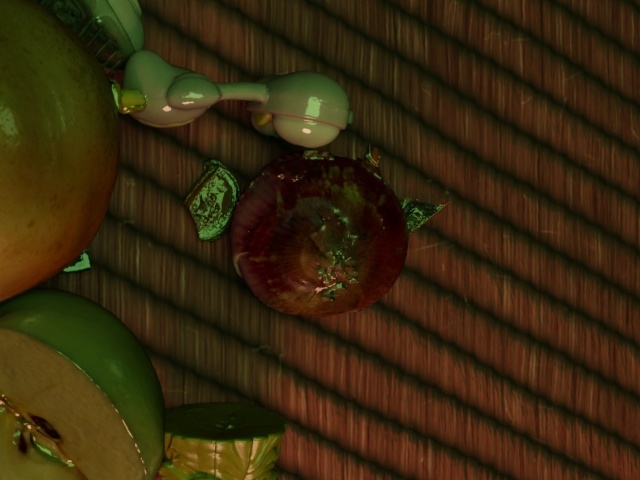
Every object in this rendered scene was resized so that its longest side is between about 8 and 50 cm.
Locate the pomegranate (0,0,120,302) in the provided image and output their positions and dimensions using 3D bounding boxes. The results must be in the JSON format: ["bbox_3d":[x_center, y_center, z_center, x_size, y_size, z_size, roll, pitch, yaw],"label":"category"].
[{"bbox_3d":[-0.421,-0.111,1.312,0.417,0.417,0.416,1,88,-18],"label":"pomegranate"}]

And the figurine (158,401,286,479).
[{"bbox_3d":[-0.129,0.371,1.530,0.168,0.187,0.315,1,96,-23],"label":"figurine"}]

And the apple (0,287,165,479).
[{"bbox_3d":[-0.318,0.196,1.420,0.295,0.233,0.258,-41,113,12],"label":"apple"}]

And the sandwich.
[{"bbox_3d":[-0.136,-0.047,1.602,0.069,0.026,0.101,30,80,-16],"label":"sandwich"}]

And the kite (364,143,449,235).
[{"bbox_3d":[0.059,-0.034,1.674,0.232,0.009,0.189,11,85,-17],"label":"kite"}]

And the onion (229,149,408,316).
[{"bbox_3d":[0.000,0.000,1.567,0.230,0.163,0.229,0,104,-2],"label":"onion"}]

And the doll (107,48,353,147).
[{"bbox_3d":[-0.109,-0.170,1.525,0.365,0.160,0.094,5,91,-33],"label":"doll"}]

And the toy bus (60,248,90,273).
[{"bbox_3d":[-0.322,-0.039,1.531,0.065,0.047,0.165,-13,91,-13],"label":"toy bus"}]

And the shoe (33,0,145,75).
[{"bbox_3d":[-0.298,-0.373,1.488,0.198,0.172,0.351,-45,111,-29],"label":"shoe"}]
